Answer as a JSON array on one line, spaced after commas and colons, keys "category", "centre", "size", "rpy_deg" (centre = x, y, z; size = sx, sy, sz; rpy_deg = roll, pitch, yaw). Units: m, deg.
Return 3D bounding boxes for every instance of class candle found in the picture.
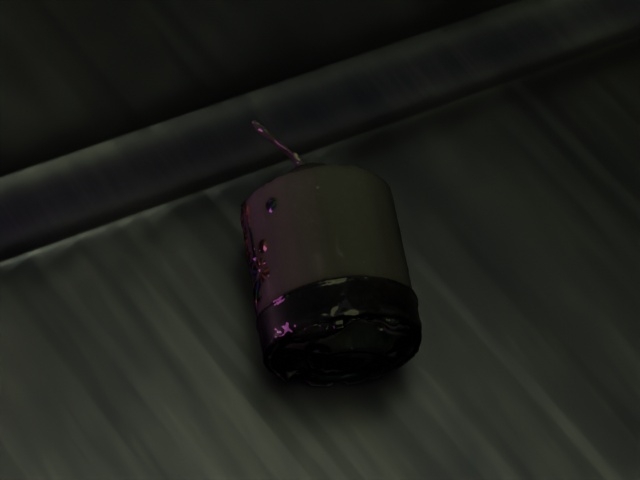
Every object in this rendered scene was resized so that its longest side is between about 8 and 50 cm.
[{"category": "candle", "centre": [0.000, 0.000, 2.011], "size": [0.187, 0.187, 0.330], "rpy_deg": [-7, 62, -9]}]
